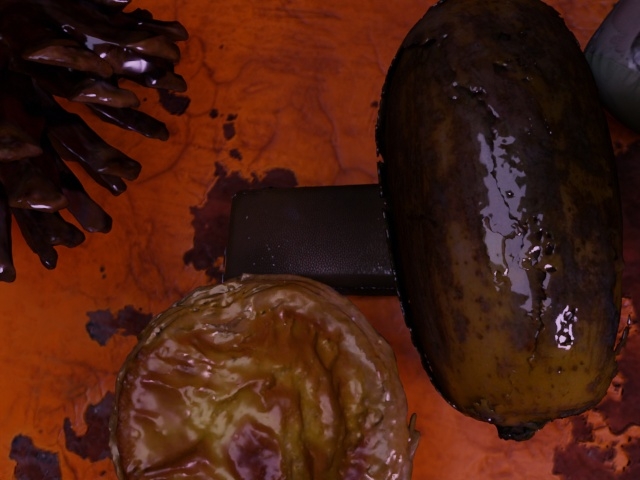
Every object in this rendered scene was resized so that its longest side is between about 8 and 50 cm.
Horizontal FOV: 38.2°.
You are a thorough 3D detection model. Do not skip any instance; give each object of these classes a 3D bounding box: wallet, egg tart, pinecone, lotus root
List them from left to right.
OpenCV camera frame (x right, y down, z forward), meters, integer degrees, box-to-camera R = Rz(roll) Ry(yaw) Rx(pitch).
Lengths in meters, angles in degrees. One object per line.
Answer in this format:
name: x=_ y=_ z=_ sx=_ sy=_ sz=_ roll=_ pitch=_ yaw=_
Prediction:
pinecone: x=-0.310 y=-0.135 z=0.898 sx=0.384 sy=0.384 sz=0.384 roll=-5 pitch=75 yaw=21
egg tart: x=-0.050 y=0.170 z=0.834 sx=0.295 sy=0.116 sz=0.295 roll=-5 pitch=74 yaw=19
wallet: x=0.000 y=0.000 z=0.900 sx=0.198 sy=0.031 sz=0.110 roll=-2 pitch=76 yaw=22
lotus root: x=0.150 y=-0.038 z=0.762 sx=0.196 sy=0.179 sz=0.397 roll=-27 pitch=68 yaw=56

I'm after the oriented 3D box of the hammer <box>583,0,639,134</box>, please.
hammer: x=0.391 y=-0.121 z=0.737 sx=0.335 sy=0.119 sz=0.206 roll=39 pitch=94 yaw=19
